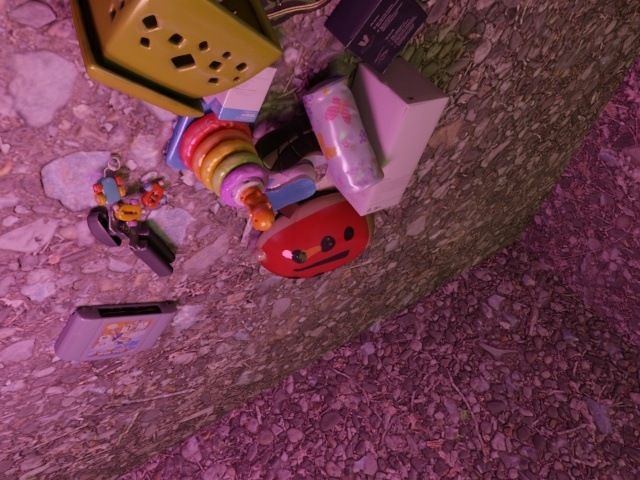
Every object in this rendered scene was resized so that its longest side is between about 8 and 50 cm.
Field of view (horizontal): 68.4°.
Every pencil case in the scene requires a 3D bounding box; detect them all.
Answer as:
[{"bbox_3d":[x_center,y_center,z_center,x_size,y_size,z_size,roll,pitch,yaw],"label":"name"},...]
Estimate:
[{"bbox_3d":[0.057,-0.245,1.110,0.124,0.113,0.273,-33,112,-18],"label":"pencil case"}]

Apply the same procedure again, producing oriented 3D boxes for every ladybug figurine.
[{"bbox_3d":[0.000,0.000,1.503,0.449,0.162,0.305,-21,148,-28],"label":"ladybug figurine"}]

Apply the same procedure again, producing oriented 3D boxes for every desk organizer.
[{"bbox_3d":[-0.114,-0.111,1.315,0.050,0.047,0.130,-57,152,-5],"label":"desk organizer"}]

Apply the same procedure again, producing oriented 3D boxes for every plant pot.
[{"bbox_3d":[-0.226,-0.329,0.688,0.207,0.227,0.228,-35,156,27],"label":"plant pot"}]

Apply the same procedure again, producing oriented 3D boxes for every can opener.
[{"bbox_3d":[-0.446,0.004,1.126,0.095,0.076,0.283,-4,151,7],"label":"can opener"}]

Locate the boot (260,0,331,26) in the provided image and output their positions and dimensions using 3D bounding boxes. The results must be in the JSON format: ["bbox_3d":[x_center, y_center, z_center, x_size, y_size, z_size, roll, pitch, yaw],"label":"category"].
[{"bbox_3d":[-0.051,-0.476,0.831,0.197,0.077,0.137,-33,147,-10],"label":"boot"}]

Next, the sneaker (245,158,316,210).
[{"bbox_3d":[-0.115,-0.140,1.213,0.228,0.092,0.087,-13,140,18],"label":"sneaker"}]

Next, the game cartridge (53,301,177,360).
[{"bbox_3d":[-0.584,0.262,1.355,0.297,0.062,0.198,4,127,-51],"label":"game cartridge"}]

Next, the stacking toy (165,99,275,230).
[{"bbox_3d":[-0.171,-0.133,0.961,0.165,0.302,0.175,-3,136,-46],"label":"stacking toy"}]

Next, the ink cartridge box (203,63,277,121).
[{"bbox_3d":[-0.158,-0.319,0.918,0.089,0.092,0.143,-7,140,-44],"label":"ink cartridge box"}]

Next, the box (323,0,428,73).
[{"bbox_3d":[0.120,-0.470,1.006,0.156,0.093,0.158,-49,151,22],"label":"box"}]

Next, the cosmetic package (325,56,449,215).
[{"bbox_3d":[0.159,-0.267,1.251,0.155,0.197,0.366,-18,148,-31],"label":"cosmetic package"}]

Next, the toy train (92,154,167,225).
[{"bbox_3d":[-0.411,-0.104,1.002,0.166,0.046,0.125,45,61,-54],"label":"toy train"}]

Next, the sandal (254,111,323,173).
[{"bbox_3d":[-0.053,-0.247,1.151,0.302,0.086,0.120,-27,107,-36],"label":"sandal"}]
